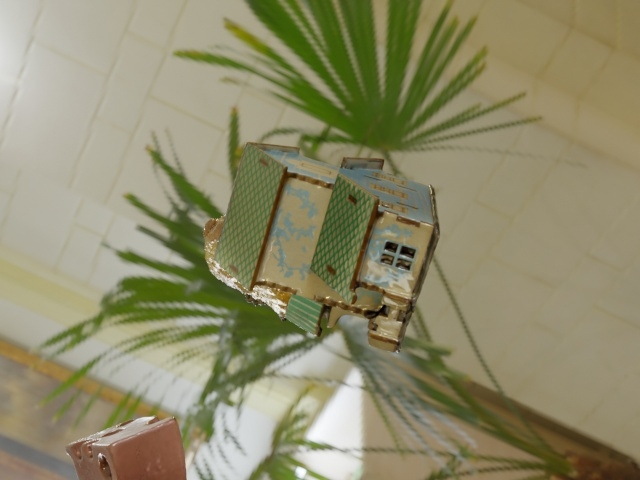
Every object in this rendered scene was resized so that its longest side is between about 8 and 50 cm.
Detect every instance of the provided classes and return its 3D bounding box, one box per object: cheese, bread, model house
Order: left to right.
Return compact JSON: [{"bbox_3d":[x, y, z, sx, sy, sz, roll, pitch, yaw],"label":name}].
[{"bbox_3d":[-0.272,0.324,1.658,0.128,0.203,0.177,-16,-31,-32],"label":"cheese"},{"bbox_3d":[-0.085,-0.001,1.738,0.160,0.147,0.260,-41,37,-15],"label":"bread"},{"bbox_3d":[0.000,0.000,1.142,0.271,0.206,0.178,-74,3,-74],"label":"model house"}]
